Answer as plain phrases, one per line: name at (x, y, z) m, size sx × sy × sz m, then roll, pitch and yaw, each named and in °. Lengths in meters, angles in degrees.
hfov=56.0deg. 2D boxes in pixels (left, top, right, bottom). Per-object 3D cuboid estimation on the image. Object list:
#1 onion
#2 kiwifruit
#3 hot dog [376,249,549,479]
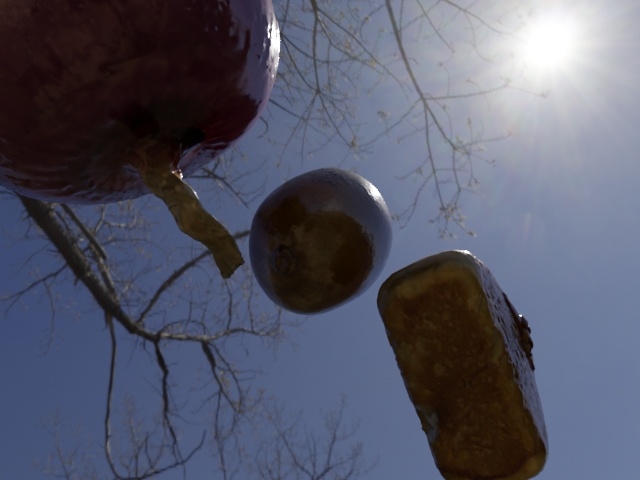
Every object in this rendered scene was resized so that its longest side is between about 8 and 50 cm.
onion at (-0.201, -0.172, 0.613) m, size 0.358 × 0.345 × 0.358 m, roll -27°, pitch -39°, yaw -25°
kiwifruit at (0.000, 0.000, 0.822) m, size 0.195 × 0.234 × 0.196 m, roll 4°, pitch -79°, yaw 20°
hot dog at (0.163, 0.133, 0.680) m, size 0.150 × 0.153 × 0.257 m, roll -20°, pitch -88°, yaw 20°
